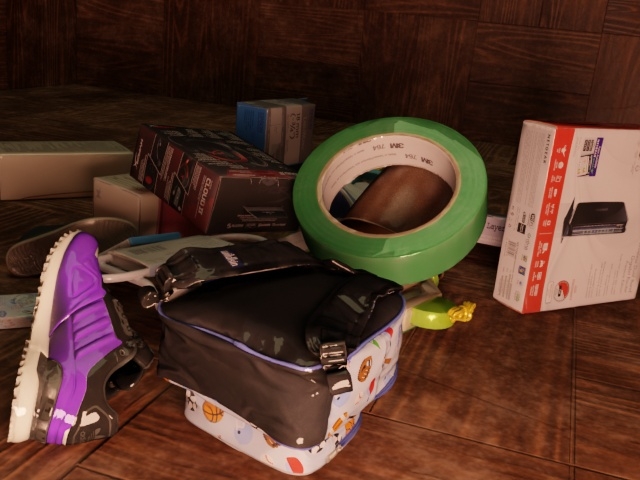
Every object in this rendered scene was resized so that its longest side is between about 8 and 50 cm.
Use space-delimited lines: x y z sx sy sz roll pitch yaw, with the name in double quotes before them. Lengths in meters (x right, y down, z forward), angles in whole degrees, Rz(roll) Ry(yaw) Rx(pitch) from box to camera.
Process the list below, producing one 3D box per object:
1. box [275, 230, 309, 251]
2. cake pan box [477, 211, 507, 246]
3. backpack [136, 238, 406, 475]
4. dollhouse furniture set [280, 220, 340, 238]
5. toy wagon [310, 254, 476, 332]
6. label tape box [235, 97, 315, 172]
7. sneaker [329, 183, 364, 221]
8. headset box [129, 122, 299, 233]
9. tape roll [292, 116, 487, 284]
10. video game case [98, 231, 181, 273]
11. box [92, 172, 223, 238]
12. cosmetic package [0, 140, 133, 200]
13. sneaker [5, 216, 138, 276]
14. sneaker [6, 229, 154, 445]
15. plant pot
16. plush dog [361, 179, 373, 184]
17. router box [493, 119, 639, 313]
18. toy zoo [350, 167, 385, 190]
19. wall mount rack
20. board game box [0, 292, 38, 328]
"box" -0.071 0.021 1.382 0.109 0.042 0.178 -26 -3 35
"cake pan box" 0.418 -0.020 1.638 0.266 0.070 0.246 12 4 19
"backpack" -0.027 0.123 0.869 0.276 0.213 0.263 23 32 29
"dollhouse furniture set" 0.000 0.000 1.504 0.151 0.076 0.058 -1 13 14
"toy wagon" 0.092 0.091 1.248 0.344 0.068 0.267 19 22 35
"label tape box" -0.094 -0.259 2.024 0.106 0.241 0.333 15 20 29
"sneaker" 0.139 -0.043 1.635 0.315 0.127 0.182 25 21 31
"headset box" -0.175 -0.109 1.358 0.218 0.110 0.293 -3 28 -46
"tape roll" 0.117 -0.073 1.250 0.321 0.077 0.321 -7 49 8
"video game case" -0.330 0.025 1.241 0.166 0.015 0.119 -24 -7 30
"box" -0.325 -0.064 1.513 0.148 0.127 0.232 20 22 34
"cosmetic package" -0.626 -0.174 1.800 0.309 0.113 0.160 -6 20 -31
"sneaker" -0.438 -0.007 1.317 0.222 0.083 0.118 -12 20 -13
"sneaker" -0.273 0.117 0.895 0.146 0.102 0.293 11 45 -16
"plant pot" 0.184 -0.077 1.403 0.215 0.230 0.215 28 -15 8
"plush dog" 0.277 -0.161 1.976 0.262 0.211 0.225 -10 49 -37
"router box" 0.482 -0.049 1.367 0.301 0.335 0.082 -4 19 -28
"toy zoo" 0.096 -0.172 1.902 0.192 0.030 0.293 14 51 31
"wall mount rack" -0.184 0.083 1.104 0.304 0.130 0.350 16 20 42
"board game box" -0.438 0.104 1.114 0.090 0.020 0.090 -1 19 -23
